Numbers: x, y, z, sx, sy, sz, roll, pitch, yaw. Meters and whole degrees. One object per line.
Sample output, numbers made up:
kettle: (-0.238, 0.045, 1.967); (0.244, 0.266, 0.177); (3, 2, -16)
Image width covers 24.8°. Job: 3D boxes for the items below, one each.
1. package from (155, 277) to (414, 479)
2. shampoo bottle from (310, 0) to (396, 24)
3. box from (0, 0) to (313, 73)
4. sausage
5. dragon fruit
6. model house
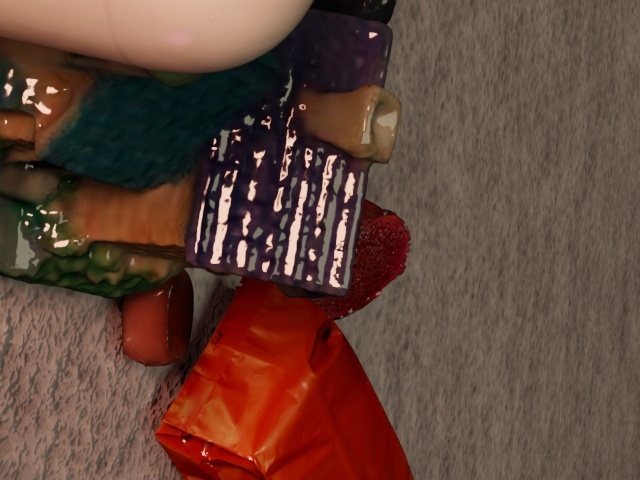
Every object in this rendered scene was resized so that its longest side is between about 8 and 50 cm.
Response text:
package: (-0.016, 0.231, 1.434); (0.196, 0.123, 0.424); (-60, 144, -34)
shampoo bottle: (0.037, -0.380, 1.358); (0.078, 0.134, 0.360); (-2, 95, -59)
box: (-0.139, -0.241, 0.832); (0.141, 0.349, 0.289); (75, 32, -58)
sausage: (-0.139, 0.061, 1.223); (0.059, 0.054, 0.094); (-8, 105, -56)
dragon fruit: (0.000, 0.000, 1.460); (0.153, 0.111, 0.153); (-21, 139, -20)
model house: (-0.103, -0.080, 1.014); (0.312, 0.280, 0.245); (26, 74, -61)
